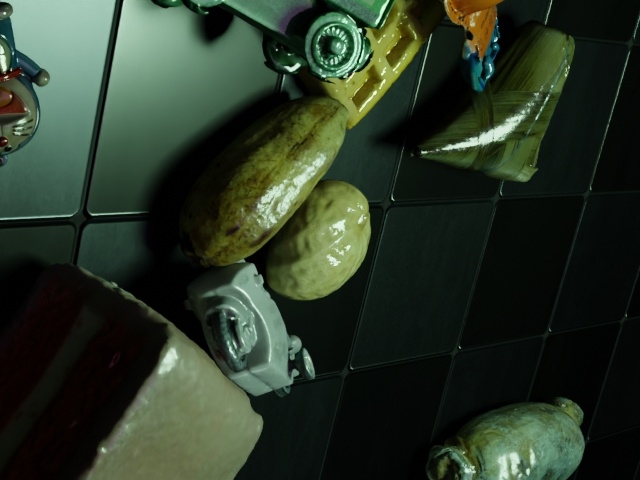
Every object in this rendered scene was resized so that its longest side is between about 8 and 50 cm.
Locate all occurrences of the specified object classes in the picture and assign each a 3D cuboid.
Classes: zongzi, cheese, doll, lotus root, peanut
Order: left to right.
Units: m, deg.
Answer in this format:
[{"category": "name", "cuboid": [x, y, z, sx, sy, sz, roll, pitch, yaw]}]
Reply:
[{"category": "doll", "cuboid": [-0.305, -0.141, 1.175, 0.114, 0.085, 0.152, -8, 108, -19]}, {"category": "lotus root", "cuboid": [-0.065, -0.074, 1.456, 0.258, 0.110, 0.097, -50, -179, -20]}, {"category": "peanut", "cuboid": [0.000, 0.000, 1.560, 0.159, 0.109, 0.140, -62, 170, 15]}, {"category": "cheese", "cuboid": [0.177, -0.318, 1.480, 0.329, 0.129, 0.217, 73, 34, -50]}, {"category": "zongzi", "cuboid": [0.224, -0.196, 1.699, 0.242, 0.112, 0.221, 7, 106, -48]}, {"category": "lotus root", "cuboid": [0.320, 0.349, 2.066, 0.349, 0.175, 0.175, -14, 121, -42]}]

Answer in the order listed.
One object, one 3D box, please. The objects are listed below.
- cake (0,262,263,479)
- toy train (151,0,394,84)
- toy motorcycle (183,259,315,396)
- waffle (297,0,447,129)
[{"category": "cake", "cuboid": [-0.241, 0.209, 1.321, 0.309, 0.237, 0.230, -57, 144, -11]}, {"category": "toy train", "cuboid": [-0.046, -0.290, 1.300, 0.301, 0.120, 0.202, 24, 92, -32]}, {"category": "toy motorcycle", "cuboid": [-0.087, 0.094, 1.497, 0.110, 0.171, 0.260, -18, 161, 9]}, {"category": "waffle", "cuboid": [0.045, -0.281, 1.500, 0.221, 0.055, 0.248, -52, 140, -14]}]
